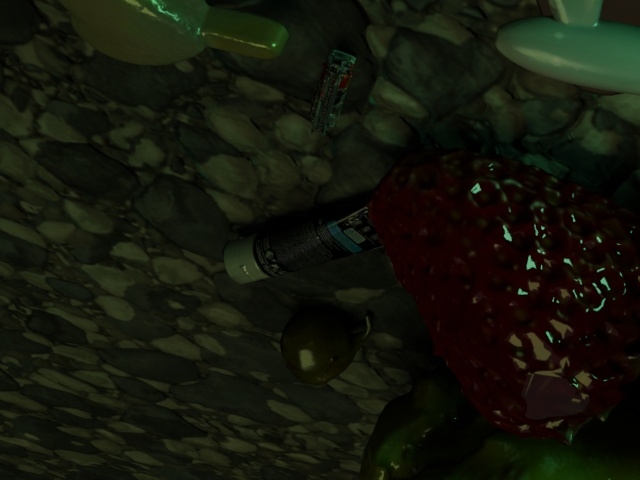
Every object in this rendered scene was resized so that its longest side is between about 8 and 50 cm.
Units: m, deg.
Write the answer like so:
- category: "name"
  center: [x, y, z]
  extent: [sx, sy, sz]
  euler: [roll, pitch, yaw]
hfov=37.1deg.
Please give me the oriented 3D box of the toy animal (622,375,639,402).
- category: "toy animal"
  center: [0.304, 0.148, 0.965]
  extent: [0.084, 0.028, 0.050]
  euler: [7, 138, 17]

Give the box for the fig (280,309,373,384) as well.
- category: "fig"
  center: [0.007, 0.112, 1.012]
  extent: [0.098, 0.082, 0.084]
  euler: [-2, 110, 1]

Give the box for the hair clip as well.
- category: "hair clip"
  center: [-0.094, -0.172, 0.638]
  extent: [0.159, 0.071, 0.218]
  euler: [31, 149, -25]

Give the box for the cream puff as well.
- category: "cream puff"
  center: [0.198, 0.248, 0.958]
  extent: [0.378, 0.275, 0.378]
  euler: [-6, 157, -2]

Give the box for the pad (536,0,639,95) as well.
- category: "pad"
  center: [0.247, -0.164, 0.525]
  extent: [0.267, 0.004, 0.181]
  euler: [-5, 134, 31]

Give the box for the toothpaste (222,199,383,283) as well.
- category: "toothpaste"
  center: [0.000, 0.000, 0.874]
  extent: [0.193, 0.045, 0.071]
  euler: [-17, 143, 33]

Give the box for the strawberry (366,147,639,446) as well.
- category: "strawberry"
  center: [0.147, 0.023, 0.743]
  extent: [0.244, 0.205, 0.205]
  euler: [40, 147, 4]

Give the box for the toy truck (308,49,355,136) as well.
- category: "toy truck"
  center: [0.008, -0.111, 0.708]
  extent: [0.024, 0.032, 0.083]
  euler: [22, 146, 0]

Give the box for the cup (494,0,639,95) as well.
- category: "cup"
  center: [0.166, -0.199, 0.389]
  extent: [0.173, 0.167, 0.299]
  euler: [9, 122, -3]
